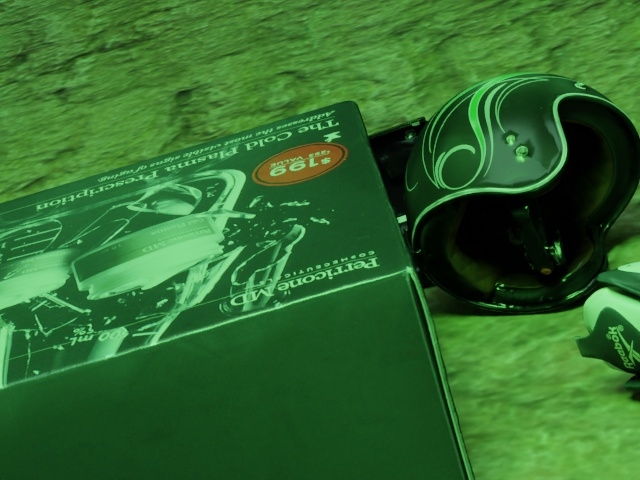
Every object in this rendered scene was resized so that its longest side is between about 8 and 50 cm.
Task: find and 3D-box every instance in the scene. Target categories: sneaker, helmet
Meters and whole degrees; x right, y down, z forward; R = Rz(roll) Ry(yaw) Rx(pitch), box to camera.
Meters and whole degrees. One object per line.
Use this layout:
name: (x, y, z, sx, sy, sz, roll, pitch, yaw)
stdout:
sneaker: (0.232, 0.067, 1.137, 0.153, 0.094, 0.235, -12, 23, 14)
helmet: (0.147, -0.044, 1.360, 0.169, 0.169, 0.161, -5, 41, 26)

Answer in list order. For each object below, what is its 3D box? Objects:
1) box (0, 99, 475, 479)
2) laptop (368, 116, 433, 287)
box: (-0.098, 0.077, 1.231, 0.343, 0.179, 0.312, -17, 24, 1)
laptop: (0.000, 0.000, 1.549, 0.234, 0.136, 0.264, -20, 49, -5)
